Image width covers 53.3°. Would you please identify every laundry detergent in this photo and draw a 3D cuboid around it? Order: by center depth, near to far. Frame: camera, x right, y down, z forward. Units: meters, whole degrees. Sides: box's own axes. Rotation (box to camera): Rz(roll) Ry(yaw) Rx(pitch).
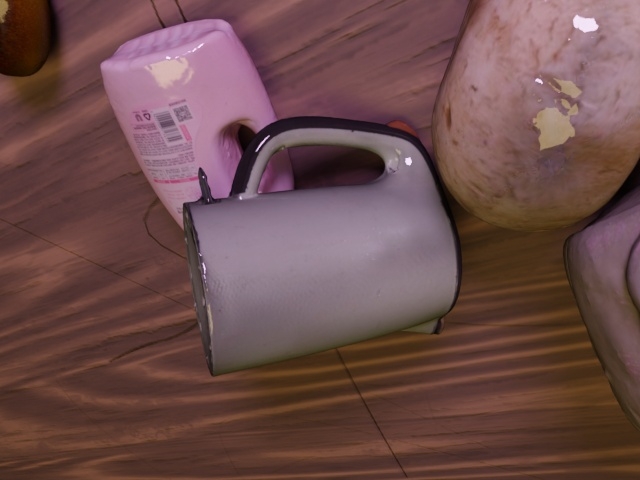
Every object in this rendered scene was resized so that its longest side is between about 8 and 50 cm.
[{"bbox_3d":[-0.101,-0.061,0.694,0.159,0.088,0.335,-9,128,15],"label":"laundry detergent"}]

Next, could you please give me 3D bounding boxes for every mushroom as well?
[{"bbox_3d":[0.188,-0.104,0.482,0.195,0.189,0.254,20,137,6],"label":"mushroom"}]

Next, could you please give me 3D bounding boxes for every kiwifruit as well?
[{"bbox_3d":[-0.311,-0.223,0.640,0.075,0.075,0.124,23,130,0],"label":"kiwifruit"}]

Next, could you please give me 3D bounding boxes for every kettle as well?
[{"bbox_3d":[0.000,0.000,0.620,0.255,0.165,0.240,-9,101,-13],"label":"kettle"}]

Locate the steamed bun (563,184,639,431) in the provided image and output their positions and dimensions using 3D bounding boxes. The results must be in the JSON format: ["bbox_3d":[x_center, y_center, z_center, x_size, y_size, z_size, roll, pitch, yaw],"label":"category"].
[{"bbox_3d":[0.339,0.027,0.433,0.383,0.236,0.247,-35,78,54],"label":"steamed bun"}]
